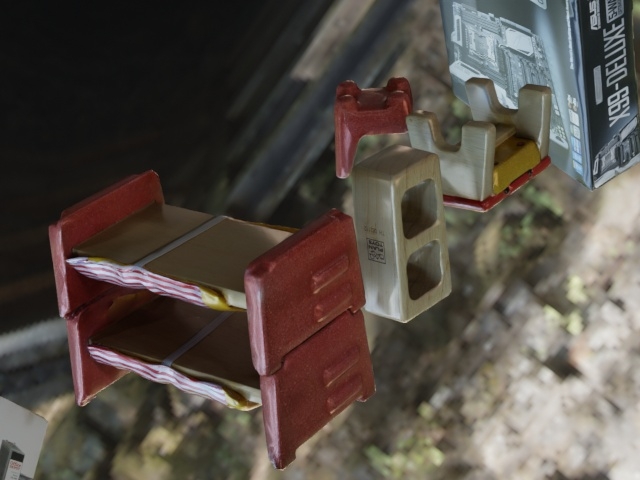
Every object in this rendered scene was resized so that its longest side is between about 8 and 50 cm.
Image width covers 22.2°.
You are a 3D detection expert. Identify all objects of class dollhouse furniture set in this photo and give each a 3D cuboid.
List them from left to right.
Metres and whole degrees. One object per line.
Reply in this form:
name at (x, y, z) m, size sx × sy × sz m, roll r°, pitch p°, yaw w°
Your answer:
dollhouse furniture set at (0.000, 0.000, 1.244) m, size 0.201 × 0.152 × 0.374 m, roll 14°, pitch -148°, yaw 36°

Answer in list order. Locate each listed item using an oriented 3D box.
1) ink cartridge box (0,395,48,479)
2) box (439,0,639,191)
ink cartridge box at (-0.283, 0.199, 1.300) m, size 0.056 × 0.099 × 0.135 m, roll 36°, pitch -127°, yaw -38°
box at (0.219, -0.235, 1.685) m, size 0.242 × 0.076 × 0.307 m, roll 41°, pitch 154°, yaw 42°
